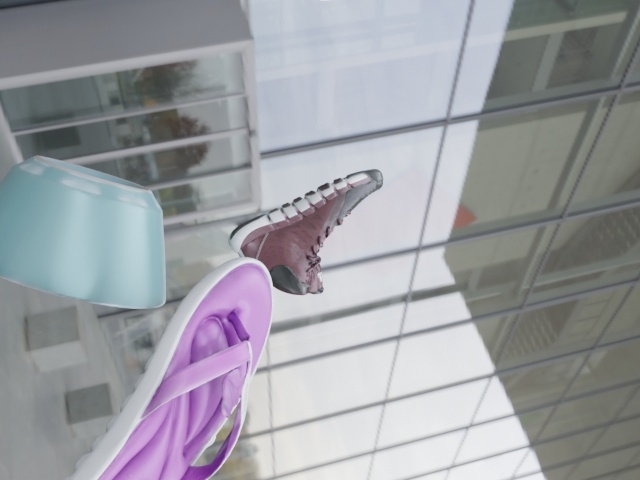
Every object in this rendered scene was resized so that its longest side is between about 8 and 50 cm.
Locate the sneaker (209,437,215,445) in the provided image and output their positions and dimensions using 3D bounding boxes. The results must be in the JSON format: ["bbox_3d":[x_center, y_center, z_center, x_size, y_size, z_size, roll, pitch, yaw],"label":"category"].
[{"bbox_3d":[-0.230,0.228,1.305,0.152,0.114,0.305,-101,-164,-44],"label":"sneaker"}]

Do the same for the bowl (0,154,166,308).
[{"bbox_3d":[-0.360,-0.024,1.156,0.311,0.311,0.163,-153,-99,-76],"label":"bowl"}]

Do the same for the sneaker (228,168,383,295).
[{"bbox_3d":[0.000,0.000,1.300,0.106,0.281,0.163,-34,98,-86],"label":"sneaker"}]

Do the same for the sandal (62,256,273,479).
[{"bbox_3d":[-0.142,0.203,0.876,0.416,0.102,0.169,-59,143,-30],"label":"sandal"}]
